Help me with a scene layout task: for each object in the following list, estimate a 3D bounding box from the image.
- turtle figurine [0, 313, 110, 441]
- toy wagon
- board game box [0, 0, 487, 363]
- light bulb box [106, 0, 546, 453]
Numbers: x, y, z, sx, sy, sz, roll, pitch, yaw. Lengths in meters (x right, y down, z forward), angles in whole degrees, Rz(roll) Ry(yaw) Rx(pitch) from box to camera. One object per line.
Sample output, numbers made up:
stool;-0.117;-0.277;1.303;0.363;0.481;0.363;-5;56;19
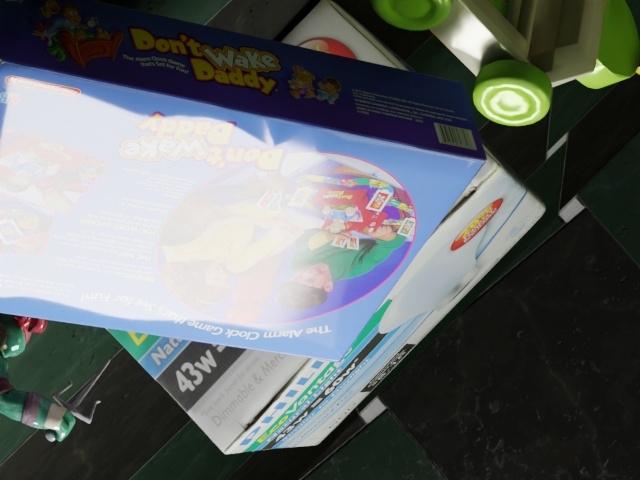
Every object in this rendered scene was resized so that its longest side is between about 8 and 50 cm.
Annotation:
turtle figurine;-0.296;0.122;1.605;0.175;0.118;0.234;2;-152;48
toy wagon;0.143;-0.210;1.476;0.068;0.344;0.267;-18;-135;38
board game box;-0.095;-0.036;1.370;0.347;0.078;0.233;10;135;-26
light bulb box;0.000;0.000;1.883;0.358;0.225;0.361;-47;168;6
